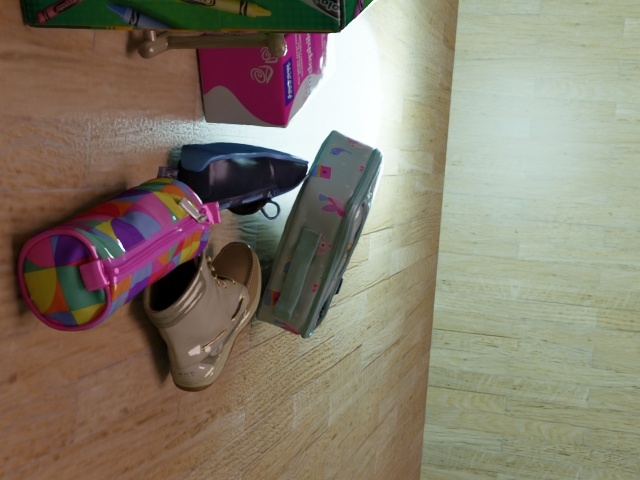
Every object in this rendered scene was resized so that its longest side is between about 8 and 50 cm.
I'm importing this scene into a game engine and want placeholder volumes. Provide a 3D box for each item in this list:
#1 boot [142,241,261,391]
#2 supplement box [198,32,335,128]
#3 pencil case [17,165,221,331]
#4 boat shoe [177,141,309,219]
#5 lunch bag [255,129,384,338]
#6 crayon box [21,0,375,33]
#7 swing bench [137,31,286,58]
[{"bbox_3d":[-0.137,0.048,1.157,0.165,0.077,0.213,75,28,-47],"label":"boot"},{"bbox_3d":[-0.063,-0.236,1.254,0.220,0.114,0.111,-57,150,-55],"label":"supplement box"},{"bbox_3d":[-0.185,0.004,0.928,0.236,0.104,0.104,-45,138,-65],"label":"pencil case"},{"bbox_3d":[-0.105,-0.075,1.227,0.258,0.109,0.089,-6,109,-58],"label":"boat shoe"},{"bbox_3d":[0.000,0.000,1.433,0.224,0.107,0.279,-69,178,-55],"label":"lunch bag"},{"bbox_3d":[-0.093,-0.236,0.833,0.165,0.278,0.081,-56,147,-59],"label":"crayon box"},{"bbox_3d":[-0.092,-0.348,1.033,0.255,0.165,0.253,-67,157,-61],"label":"swing bench"}]
